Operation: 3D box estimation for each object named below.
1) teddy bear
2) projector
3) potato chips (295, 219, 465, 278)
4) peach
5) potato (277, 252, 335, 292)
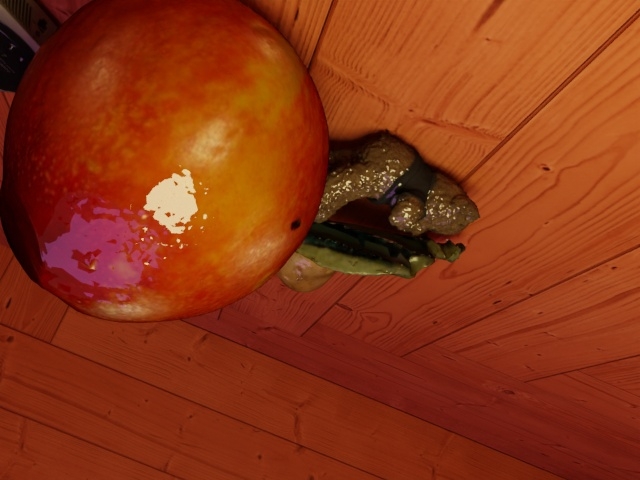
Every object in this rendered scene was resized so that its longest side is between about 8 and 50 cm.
[{"bbox_3d":[0.087,-0.074,1.007,0.251,0.182,0.129,12,122,-8],"label":"teddy bear"},{"bbox_3d":[-0.490,-0.297,1.075,0.259,0.079,0.257,9,156,27],"label":"projector"},{"bbox_3d":[0.000,0.000,1.163,0.429,0.070,0.358,8,-179,15],"label":"potato chips"},{"bbox_3d":[-0.174,-0.084,0.849,0.388,0.388,0.388,19,160,7],"label":"peach"},{"bbox_3d":[-0.030,0.038,1.437,0.118,0.109,0.178,46,152,-2],"label":"potato"}]
